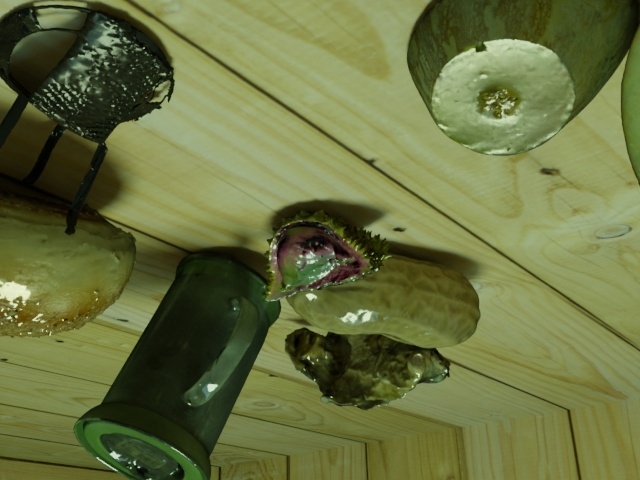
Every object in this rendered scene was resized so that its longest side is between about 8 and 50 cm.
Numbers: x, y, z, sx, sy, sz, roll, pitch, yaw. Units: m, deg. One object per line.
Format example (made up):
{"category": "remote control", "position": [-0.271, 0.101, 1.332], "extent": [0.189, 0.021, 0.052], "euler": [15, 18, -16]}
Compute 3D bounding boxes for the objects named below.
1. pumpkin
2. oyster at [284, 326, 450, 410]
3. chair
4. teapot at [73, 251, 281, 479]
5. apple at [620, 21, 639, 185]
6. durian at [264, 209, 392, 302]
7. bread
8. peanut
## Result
{"category": "pumpkin", "position": [0.188, -0.153, 0.706], "extent": [0.217, 0.110, 0.217], "euler": [4, 155, 2]}
{"category": "oyster", "position": [0.094, 0.202, 1.327], "extent": [0.238, 0.114, 0.351], "euler": [-20, -168, -21]}
{"category": "chair", "position": [-0.258, -0.133, 0.740], "extent": [0.213, 0.149, 0.174], "euler": [-51, 138, 3]}
{"category": "teapot", "position": [-0.175, 0.167, 1.094], "extent": [0.200, 0.337, 0.270], "euler": [36, 140, -15]}
{"category": "apple", "position": [0.392, -0.163, 0.603], "extent": [0.254, 0.179, 0.346], "euler": [16, 153, -8]}
{"category": "durian", "position": [-0.002, -0.002, 1.046], "extent": [0.187, 0.119, 0.108], "euler": [-17, 113, 24]}
{"category": "bread", "position": [-0.365, 0.022, 0.876], "extent": [0.306, 0.158, 0.305], "euler": [11, -178, 0]}
{"category": "peanut", "position": [0.101, 0.089, 1.170], "extent": [0.325, 0.140, 0.153], "euler": [8, 170, -16]}
